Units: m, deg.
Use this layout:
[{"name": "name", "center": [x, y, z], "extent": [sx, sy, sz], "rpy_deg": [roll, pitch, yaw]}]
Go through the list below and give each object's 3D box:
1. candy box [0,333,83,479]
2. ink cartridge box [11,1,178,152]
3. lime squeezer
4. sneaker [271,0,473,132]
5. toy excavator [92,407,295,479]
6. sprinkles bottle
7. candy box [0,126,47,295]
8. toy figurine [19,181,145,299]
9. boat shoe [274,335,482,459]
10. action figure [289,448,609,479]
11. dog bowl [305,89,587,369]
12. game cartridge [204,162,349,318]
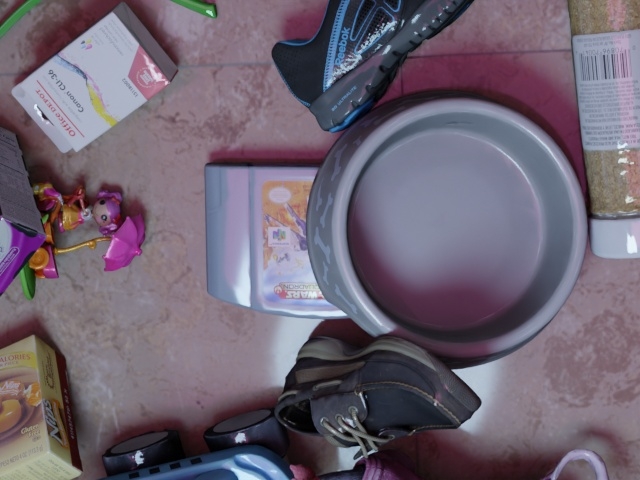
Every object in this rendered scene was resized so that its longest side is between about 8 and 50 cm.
[{"name": "candy box", "center": [-0.476, 0.271, 1.938], "extent": [0.316, 0.087, 0.183], "rpy_deg": [-25, 52, 12]}, {"name": "ink cartridge box", "center": [-0.293, -0.194, 1.875], "extent": [0.198, 0.067, 0.115], "rpy_deg": [-35, 105, 18]}, {"name": "lime squeezer", "center": [-0.292, -0.316, 1.888], "extent": [0.310, 0.059, 0.110], "rpy_deg": [-8, 128, 8]}, {"name": "sneaker", "center": [0.087, -0.288, 1.791], "extent": [0.341, 0.125, 0.139], "rpy_deg": [-44, 86, 10]}, {"name": "toy excavator", "center": [-0.236, 0.394, 1.785], "extent": [0.433, 0.445, 0.222], "rpy_deg": [-14, 96, 10]}, {"name": "sprinkles bottle", "center": [0.365, -0.161, 1.769], "extent": [0.121, 0.121, 0.355], "rpy_deg": [-6, 98, 9]}, {"name": "candy box", "center": [-0.431, -0.028, 1.853], "extent": [0.071, 0.233, 0.159], "rpy_deg": [28, 112, -36]}, {"name": "toy figurine", "center": [-0.306, -0.017, 1.917], "extent": [0.159, 0.130, 0.173], "rpy_deg": [-6, 74, -4]}, {"name": "boat shoe", "center": [0.061, 0.200, 1.767], "extent": [0.132, 0.355, 0.130], "rpy_deg": [41, 70, -19]}, {"name": "action figure", "center": [0.131, 0.349, 1.795], "extent": [0.370, 0.248, 0.276], "rpy_deg": [26, 130, -19]}, {"name": "dog bowl", "center": [0.160, -0.014, 1.783], "extent": [0.348, 0.102, 0.349], "rpy_deg": [0, 89, -6]}, {"name": "game cartridge", "center": [0.000, 0.000, 1.887], "extent": [0.297, 0.062, 0.198], "rpy_deg": [1, 95, 8]}]
